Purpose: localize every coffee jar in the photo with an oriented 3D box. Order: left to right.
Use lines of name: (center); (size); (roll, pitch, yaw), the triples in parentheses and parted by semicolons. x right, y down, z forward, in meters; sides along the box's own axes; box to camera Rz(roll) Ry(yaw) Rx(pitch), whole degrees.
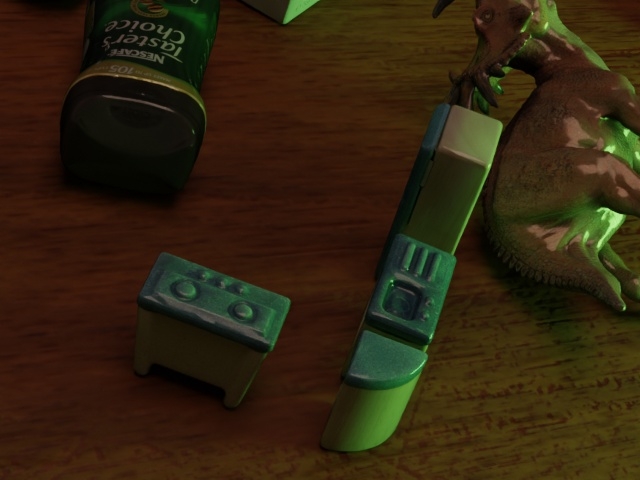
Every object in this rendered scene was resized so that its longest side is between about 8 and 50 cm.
coffee jar: (-0.122, -0.113, 1.004); (0.096, 0.079, 0.184); (11, 42, -9)

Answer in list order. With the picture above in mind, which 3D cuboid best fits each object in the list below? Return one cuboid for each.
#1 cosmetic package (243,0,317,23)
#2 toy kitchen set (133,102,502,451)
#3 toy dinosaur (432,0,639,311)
cosmetic package: (0.004, -0.332, 1.183); (0.138, 0.225, 0.224); (32, 43, 14)
toy kitchen set: (0.000, 0.000, 0.894); (0.166, 0.122, 0.207); (21, 40, 2)
toy dinosaur: (0.160, -0.055, 1.027); (0.200, 0.127, 0.296); (11, 53, 2)
